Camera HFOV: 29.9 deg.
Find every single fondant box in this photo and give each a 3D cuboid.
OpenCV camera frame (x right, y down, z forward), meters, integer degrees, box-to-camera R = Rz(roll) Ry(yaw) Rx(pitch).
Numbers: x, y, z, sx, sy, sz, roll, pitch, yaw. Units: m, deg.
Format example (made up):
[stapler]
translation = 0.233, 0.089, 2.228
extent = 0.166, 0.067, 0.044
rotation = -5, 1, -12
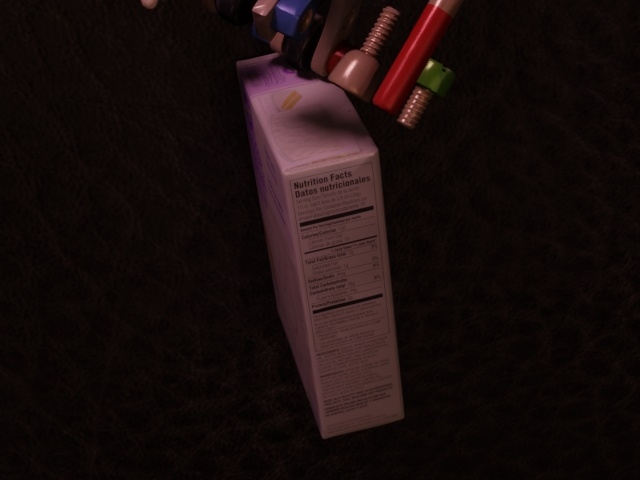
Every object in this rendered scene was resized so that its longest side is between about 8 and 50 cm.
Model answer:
[fondant box]
translation = 0.000, 0.000, 1.233
extent = 0.096, 0.238, 0.330
rotation = -12, 125, -8

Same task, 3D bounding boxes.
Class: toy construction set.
[toy construction set]
translation = 0.028, -0.261, 1.039
extent = 0.257, 0.309, 0.237
rotation = 25, 98, -50

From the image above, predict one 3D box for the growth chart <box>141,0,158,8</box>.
[growth chart]
translation = -0.156, -0.324, 1.074
extent = 0.172, 0.021, 0.237
rotation = -43, 134, 0
